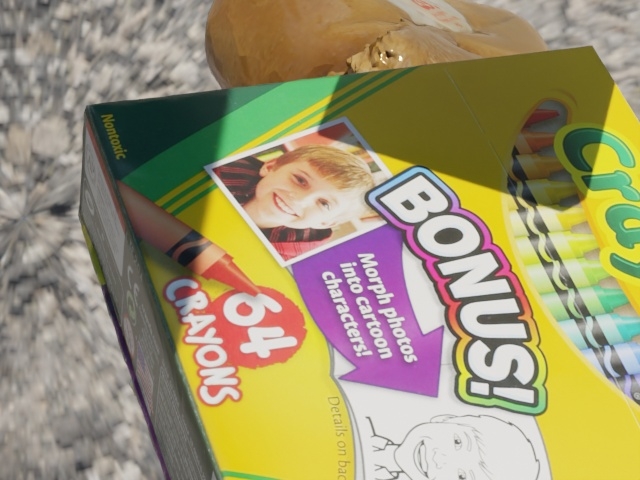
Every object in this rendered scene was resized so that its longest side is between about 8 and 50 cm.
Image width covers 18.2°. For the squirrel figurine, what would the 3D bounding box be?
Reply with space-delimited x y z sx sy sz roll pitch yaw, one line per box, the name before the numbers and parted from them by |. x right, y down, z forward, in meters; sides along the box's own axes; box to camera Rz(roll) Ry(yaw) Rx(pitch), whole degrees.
squirrel figurine | 0.000 0.000 1.467 0.281 0.397 0.370 19 110 -22

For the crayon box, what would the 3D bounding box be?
crayon box | 0.067 0.063 1.064 0.313 0.106 0.363 -9 50 -18
